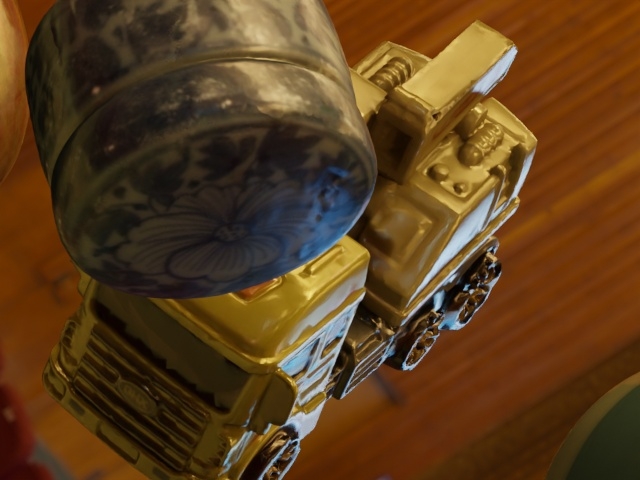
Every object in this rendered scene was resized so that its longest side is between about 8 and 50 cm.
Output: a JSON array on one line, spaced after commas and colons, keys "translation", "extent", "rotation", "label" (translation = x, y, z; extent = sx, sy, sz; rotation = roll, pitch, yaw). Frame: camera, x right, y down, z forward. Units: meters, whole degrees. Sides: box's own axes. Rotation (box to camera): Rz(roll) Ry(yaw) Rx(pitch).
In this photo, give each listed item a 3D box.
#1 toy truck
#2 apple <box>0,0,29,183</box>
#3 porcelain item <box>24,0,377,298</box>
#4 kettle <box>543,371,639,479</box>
[{"translation": [0.000, 0.000, 1.365], "extent": [0.180, 0.405, 0.254], "rotation": [35, -48, 17], "label": "toy truck"}, {"translation": [-0.248, -0.089, 1.034], "extent": [0.188, 0.188, 0.174], "rotation": [-111, -173, -74], "label": "apple"}, {"translation": [-0.054, -0.049, 0.876], "extent": [0.147, 0.147, 0.114], "rotation": [52, 16, -56], "label": "porcelain item"}, {"translation": [0.308, 0.153, 1.047], "extent": [0.247, 0.319, 0.342], "rotation": [31, -12, -14], "label": "kettle"}]
